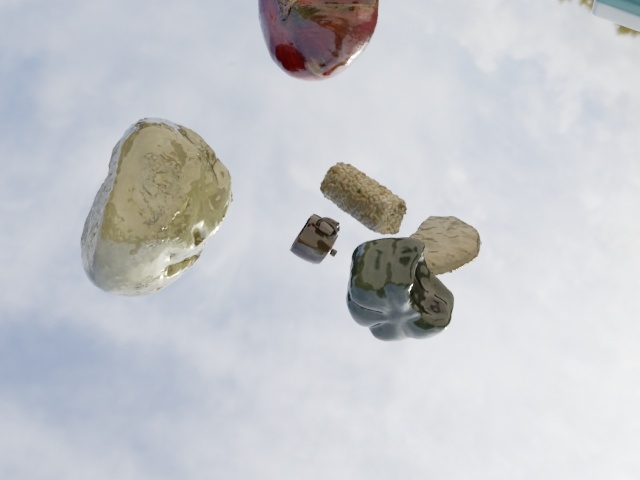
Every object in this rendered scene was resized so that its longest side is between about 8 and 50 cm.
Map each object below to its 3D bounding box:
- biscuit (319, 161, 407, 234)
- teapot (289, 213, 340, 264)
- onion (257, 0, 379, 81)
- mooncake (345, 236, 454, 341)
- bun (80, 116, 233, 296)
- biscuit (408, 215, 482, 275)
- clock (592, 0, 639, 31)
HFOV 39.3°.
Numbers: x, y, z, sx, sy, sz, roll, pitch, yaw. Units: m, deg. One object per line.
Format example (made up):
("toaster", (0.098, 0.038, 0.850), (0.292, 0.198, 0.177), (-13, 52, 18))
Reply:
("biscuit", (0.073, -0.071, 1.583), (0.168, 0.082, 0.070), (37, -154, 33))
("teapot", (0.000, 0.000, 1.459), (0.068, 0.121, 0.076), (33, -131, -5))
("onion", (-0.015, -0.390, 1.484), (0.161, 0.248, 0.248), (3, -136, -32))
("mooncake", (0.118, 0.074, 1.304), (0.175, 0.168, 0.104), (26, -133, -19))
("bun", (-0.294, -0.048, 1.602), (0.234, 0.326, 0.362), (27, -163, -13))
("biscuit", (0.219, 0.016, 1.656), (0.141, 0.038, 0.290), (15, -150, 29))
("clock", (0.439, -0.289, 0.933), (0.262, 0.116, 0.231), (21, -102, 10))
